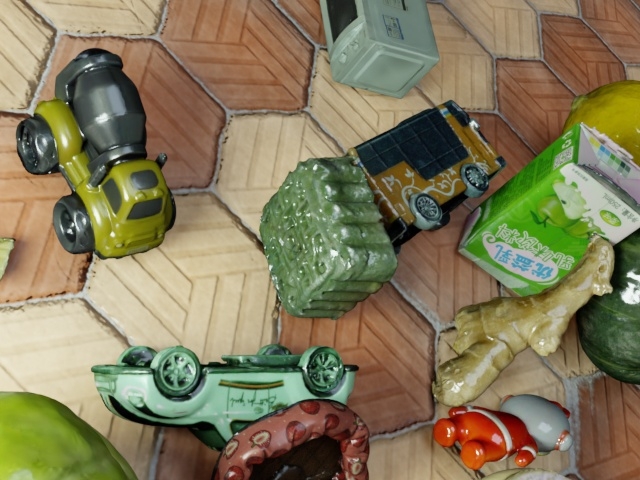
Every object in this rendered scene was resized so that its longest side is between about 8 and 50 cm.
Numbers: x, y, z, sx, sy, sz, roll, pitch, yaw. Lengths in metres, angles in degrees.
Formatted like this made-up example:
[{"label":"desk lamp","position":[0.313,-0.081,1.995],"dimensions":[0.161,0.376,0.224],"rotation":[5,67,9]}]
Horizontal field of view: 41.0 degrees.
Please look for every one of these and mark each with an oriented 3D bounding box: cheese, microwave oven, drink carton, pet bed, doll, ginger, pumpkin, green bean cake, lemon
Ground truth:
[{"label":"cheese","position":[-0.386,0.009,0.941],"dimensions":[0.084,0.041,0.060],"rotation":[32,56,-35]},{"label":"microwave oven","position":[0.093,-0.362,1.434],"dimensions":[0.162,0.122,0.208],"rotation":[9,59,-30]},{"label":"drink carton","position":[0.355,-0.039,1.315],"dimensions":[0.161,0.271,0.108],"rotation":[35,44,-10]},{"label":"pet bed","position":[-0.028,0.260,0.944],"dimensions":[0.201,0.201,0.053],"rotation":[-4,27,-35]},{"label":"doll","position":[0.268,0.261,1.192],"dimensions":[0.245,0.076,0.142],"rotation":[-1,24,-41]},{"label":"ginger","position":[0.291,0.115,1.237],"dimensions":[0.081,0.333,0.148],"rotation":[58,0,-28]},{"label":"pumpkin","position":[0.533,0.083,1.356],"dimensions":[0.207,0.300,0.300],"rotation":[21,32,39]},{"label":"green bean cake","position":[0.000,0.000,1.117],"dimensions":[0.094,0.173,0.182],"rotation":[-4,67,-34]},{"label":"lemon","position":[0.577,-0.153,1.555],"dimensions":[0.319,0.245,0.245],"rotation":[39,48,-10]}]

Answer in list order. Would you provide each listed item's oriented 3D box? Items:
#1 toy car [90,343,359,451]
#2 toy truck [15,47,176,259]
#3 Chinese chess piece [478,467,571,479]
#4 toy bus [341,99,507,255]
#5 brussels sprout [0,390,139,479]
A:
[{"label":"toy car","position":[-0.104,0.179,0.973],"dimensions":[0.305,0.136,0.125],"rotation":[2,83,-32]},{"label":"toy truck","position":[-0.249,-0.100,1.015],"dimensions":[0.147,0.165,0.224],"rotation":[-15,72,-39]},{"label":"Chinese chess piece","position":[0.273,0.426,1.086],"dimensions":[0.269,0.112,0.270],"rotation":[17,54,-26]},{"label":"toy bus","position":[0.138,-0.092,1.294],"dimensions":[0.275,0.138,0.167],"rotation":[-29,79,-39]},{"label":"brussels sprout","position":[-0.275,0.270,0.722],"dimensions":[0.317,0.242,0.274],"rotation":[47,54,-6]}]
